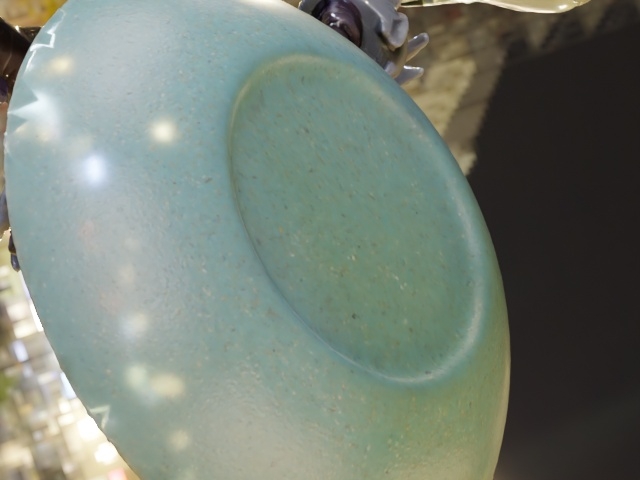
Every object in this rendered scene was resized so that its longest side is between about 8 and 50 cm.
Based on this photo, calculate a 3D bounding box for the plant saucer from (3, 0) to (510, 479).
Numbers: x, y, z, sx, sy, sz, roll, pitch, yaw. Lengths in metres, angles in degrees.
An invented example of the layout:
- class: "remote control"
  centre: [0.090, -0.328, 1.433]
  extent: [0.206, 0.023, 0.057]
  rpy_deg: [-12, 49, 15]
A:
- class: "plant saucer"
  centre: [0.000, 0.000, 0.526]
  extent: [0.037, 0.195, 0.195]
  rpy_deg: [-29, -103, 37]

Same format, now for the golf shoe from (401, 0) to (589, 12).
- class: "golf shoe"
  centre: [0.078, -0.153, 1.057]
  extent: [0.176, 0.086, 0.069]
  rpy_deg: [24, -34, 49]

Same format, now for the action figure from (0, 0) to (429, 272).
- class: "action figure"
  centre: [-0.072, -0.060, 0.680]
  extent: [0.285, 0.185, 0.099]
  rpy_deg: [29, 30, -53]
